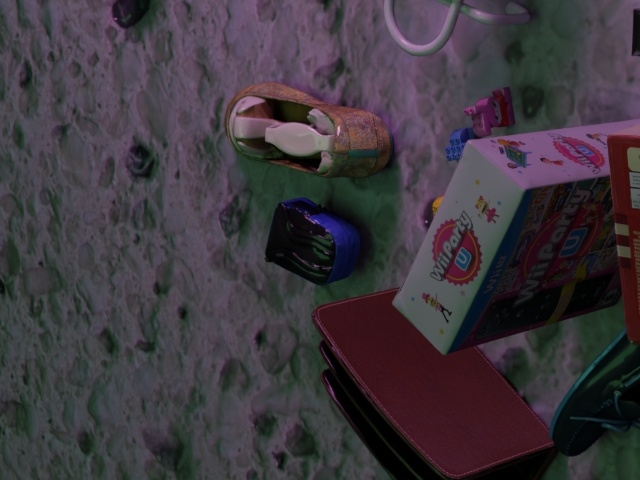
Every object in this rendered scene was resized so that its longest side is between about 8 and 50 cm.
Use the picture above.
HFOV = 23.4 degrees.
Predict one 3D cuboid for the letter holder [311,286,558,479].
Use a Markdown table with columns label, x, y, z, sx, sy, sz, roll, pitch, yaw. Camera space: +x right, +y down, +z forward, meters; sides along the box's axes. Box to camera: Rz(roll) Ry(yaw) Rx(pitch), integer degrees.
| label | x | y | z | sx | sy | sz | roll | pitch | yaw |
| --- | --- | --- | --- | --- | --- | --- | --- | --- | --- |
| letter holder | 0.113 | 0.222 | 1.956 | 0.302 | 0.214 | 0.152 | 49 | 130 | 30 |

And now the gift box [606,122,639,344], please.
| label | x | y | z | sx | sy | sz | roll | pitch | yaw |
| --- | --- | --- | --- | --- | --- | --- | --- | --- | --- |
| gift box | 0.455 | -0.041 | 1.483 | 0.255 | 0.258 | 0.276 | 15 | 116 | 46 |

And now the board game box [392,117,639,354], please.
| label | x | y | z | sx | sy | sz | roll | pitch | yaw |
| --- | --- | --- | --- | --- | --- | --- | --- | --- | --- |
| board game box | 0.248 | -0.010 | 1.690 | 0.097 | 0.303 | 0.224 | 46 | 129 | 33 |

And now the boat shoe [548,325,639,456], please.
| label | x | y | z | sx | sy | sz | roll | pitch | yaw |
| --- | --- | --- | --- | --- | --- | --- | --- | --- | --- |
| boat shoe | 0.351 | 0.170 | 1.763 | 0.089 | 0.109 | 0.258 | 50 | 133 | 25 |

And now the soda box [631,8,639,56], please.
| label | x | y | z | sx | sy | sz | roll | pitch | yaw |
| --- | --- | --- | --- | --- | --- | --- | --- | --- | --- |
| soda box | 0.416 | -0.219 | 1.644 | 0.169 | 0.060 | 0.053 | 11 | 105 | 47 |

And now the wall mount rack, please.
| label | x | y | z | sx | sy | sz | roll | pitch | yaw |
| --- | --- | --- | --- | --- | --- | --- | --- | --- | --- |
| wall mount rack | 0.149 | -0.411 | 1.867 | 0.304 | 0.130 | 0.350 | 34 | 121 | 36 |

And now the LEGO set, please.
| label | x | y | z | sx | sy | sz | roll | pitch | yaw |
| --- | --- | --- | --- | --- | --- | --- | --- | --- | --- |
| LEGO set | 0.189 | -0.067 | 1.905 | 0.087 | 0.093 | 0.227 | -9 | 91 | 49 |

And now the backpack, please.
| label | x | y | z | sx | sy | sz | roll | pitch | yaw |
| --- | --- | --- | --- | --- | --- | --- | --- | --- | --- |
| backpack | 0.000 | 0.000 | 2.126 | 0.120 | 0.101 | 0.098 | 30 | 122 | 37 |

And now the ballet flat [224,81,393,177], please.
| label | x | y | z | sx | sy | sz | roll | pitch | yaw |
| --- | --- | --- | --- | --- | --- | --- | --- | --- | --- |
| ballet flat | -0.051 | -0.152 | 2.144 | 0.348 | 0.123 | 0.123 | 16 | 109 | 46 |
